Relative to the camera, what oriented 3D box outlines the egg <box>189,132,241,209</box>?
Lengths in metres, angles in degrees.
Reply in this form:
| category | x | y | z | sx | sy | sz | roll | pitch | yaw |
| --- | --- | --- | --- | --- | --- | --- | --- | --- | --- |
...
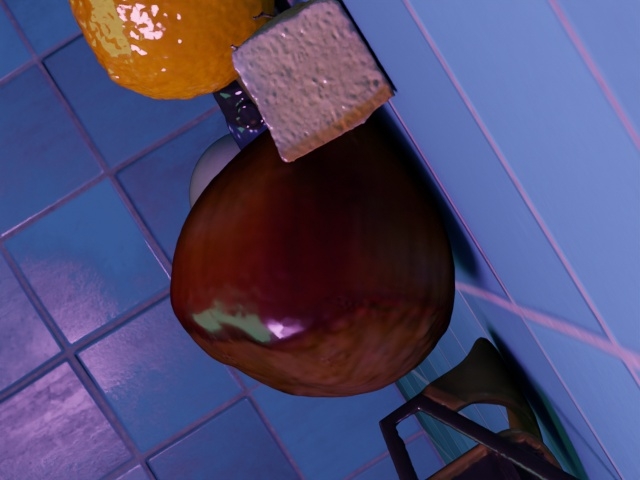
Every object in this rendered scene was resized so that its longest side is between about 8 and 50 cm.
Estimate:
| category | x | y | z | sx | sy | sz | roll | pitch | yaw |
| --- | --- | --- | --- | --- | --- | --- | --- | --- | --- |
| egg | -0.068 | -0.048 | 1.920 | 0.151 | 0.151 | 0.209 | 57 | -174 | 9 |

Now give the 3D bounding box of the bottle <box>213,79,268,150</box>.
| category | x | y | z | sx | sy | sz | roll | pitch | yaw |
| --- | --- | --- | --- | --- | --- | --- | --- | --- | --- |
| bottle | -0.037 | -0.085 | 1.710 | 0.244 | 0.072 | 0.082 | 61 | -163 | -44 |

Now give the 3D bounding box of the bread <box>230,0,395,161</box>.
| category | x | y | z | sx | sy | sz | roll | pitch | yaw |
| --- | --- | --- | --- | --- | --- | --- | --- | --- | --- |
| bread | -0.014 | -0.103 | 1.041 | 0.084 | 0.080 | 0.109 | 60 | 175 | -10 |

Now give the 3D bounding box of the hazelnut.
| category | x | y | z | sx | sy | sz | roll | pitch | yaw |
| --- | --- | --- | --- | --- | --- | --- | --- | --- | --- |
| hazelnut | 0.000 | 0.000 | 1.143 | 0.208 | 0.208 | 0.208 | 58 | 177 | 4 |

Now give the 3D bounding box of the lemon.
| category | x | y | z | sx | sy | sz | roll | pitch | yaw |
| --- | --- | --- | --- | --- | --- | --- | --- | --- | --- |
| lemon | -0.105 | -0.181 | 1.161 | 0.142 | 0.142 | 0.187 | 54 | 166 | 54 |

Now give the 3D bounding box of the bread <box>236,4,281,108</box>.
| category | x | y | z | sx | sy | sz | roll | pitch | yaw |
| --- | --- | --- | --- | --- | --- | --- | --- | --- | --- |
| bread | -0.034 | -0.130 | 1.341 | 0.207 | 0.056 | 0.286 | 55 | 177 | -2 |

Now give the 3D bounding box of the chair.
| category | x | y | z | sx | sy | sz | roll | pitch | yaw |
| --- | --- | --- | --- | --- | --- | --- | --- | --- | --- |
| chair | 0.128 | 0.198 | 1.211 | 0.247 | 0.172 | 0.159 | 44 | 169 | 47 |
